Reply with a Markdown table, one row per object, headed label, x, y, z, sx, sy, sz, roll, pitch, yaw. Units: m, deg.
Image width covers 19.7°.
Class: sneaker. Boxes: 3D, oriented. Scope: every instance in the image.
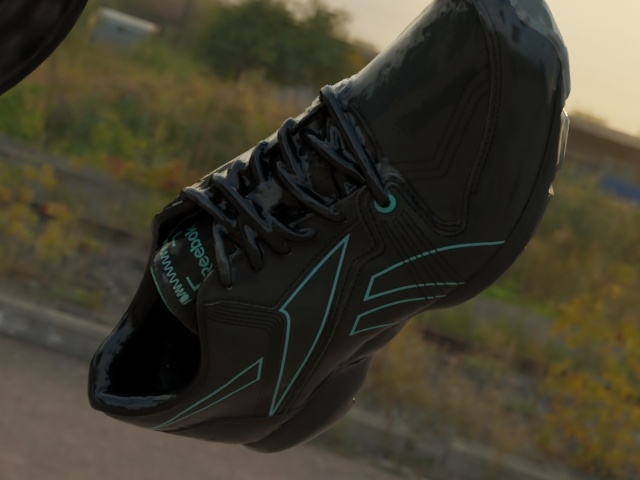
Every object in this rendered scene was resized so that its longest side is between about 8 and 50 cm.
| label | x | y | z | sx | sy | sz | roll | pitch | yaw |
| --- | --- | --- | --- | --- | --- | --- | --- | --- | --- |
| sneaker | 0.000 | 0.000 | 0.735 | 0.106 | 0.267 | 0.101 | 4 | 46 | -37 |

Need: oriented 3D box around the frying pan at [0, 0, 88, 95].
| label | x | y | z | sx | sy | sz | roll | pitch | yaw |
| --- | --- | --- | --- | --- | --- | --- | --- | --- | --- |
| frying pan | -0.276 | -0.102 | 1.055 | 0.053 | 0.326 | 0.197 | 55 | -18 | 20 |
